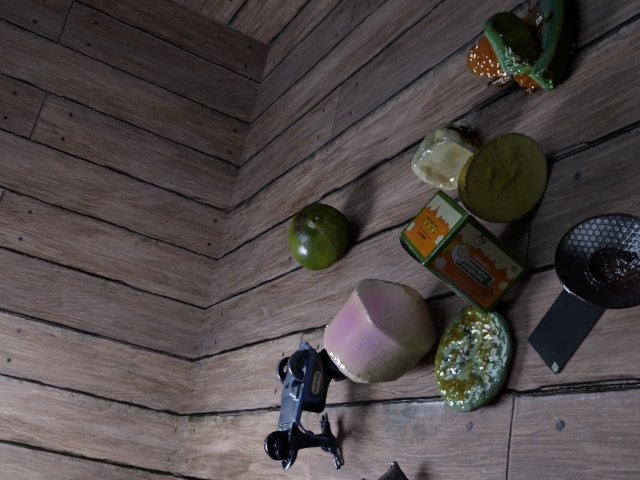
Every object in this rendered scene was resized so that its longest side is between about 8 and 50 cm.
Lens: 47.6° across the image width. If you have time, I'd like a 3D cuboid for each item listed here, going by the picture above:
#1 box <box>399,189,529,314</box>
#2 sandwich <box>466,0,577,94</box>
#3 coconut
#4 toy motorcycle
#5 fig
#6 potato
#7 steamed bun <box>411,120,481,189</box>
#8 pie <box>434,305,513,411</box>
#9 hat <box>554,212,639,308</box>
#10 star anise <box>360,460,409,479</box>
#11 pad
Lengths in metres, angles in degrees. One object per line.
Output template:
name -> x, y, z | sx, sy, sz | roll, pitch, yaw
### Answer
box -> 0.297, 0.025, 1.536 | 0.148, 0.195, 0.177 | -48, 22, 10
sandwich -> 0.446, -0.465, 1.701 | 0.301, 0.162, 0.250 | -5, 62, 61
coconut -> 0.154, 0.209, 1.731 | 0.245, 0.233, 0.233 | -50, 30, 26
toy motorcycle -> -0.026, 0.446, 1.955 | 0.125, 0.212, 0.358 | -34, 37, 56
fig -> 0.000, 0.000, 2.300 | 0.225, 0.203, 0.203 | 76, -171, -49
potato -> 0.375, -0.128, 1.591 | 0.203, 0.178, 0.158 | -64, 11, -8
steamed bun -> 0.328, -0.231, 1.825 | 0.172, 0.141, 0.155 | -38, 25, 46
pie -> 0.319, 0.247, 1.541 | 0.240, 0.054, 0.240 | -49, 29, 39
hat -> 0.509, 0.052, 1.264 | 0.193, 0.082, 0.193 | -12, 51, 15
star anise -> 0.129, 0.624, 1.598 | 0.198, 0.110, 0.257 | 119, 167, -58
pad -> 0.467, 0.146, 1.363 | 0.193, 0.004, 0.116 | -61, 25, 18
